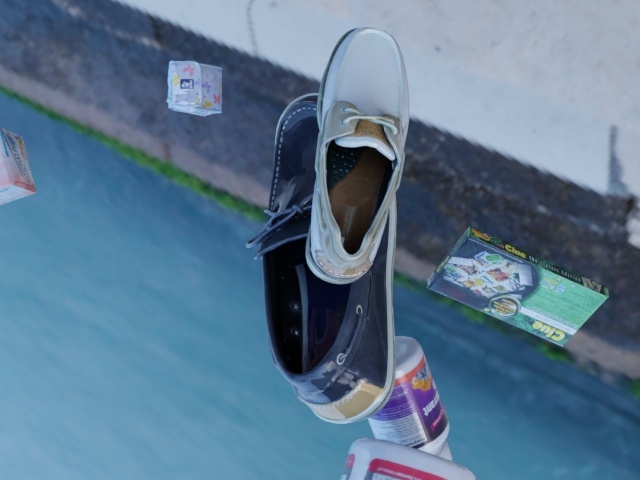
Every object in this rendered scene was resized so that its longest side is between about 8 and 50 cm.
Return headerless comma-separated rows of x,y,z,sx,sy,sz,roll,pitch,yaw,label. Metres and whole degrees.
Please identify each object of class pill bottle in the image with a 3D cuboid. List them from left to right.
0.079,0.430,1.759,0.176,0.318,0.176,17,165,5,pill bottle
0.120,0.242,1.936,0.108,0.108,0.193,4,123,47,pill bottle

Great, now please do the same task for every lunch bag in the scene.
-0.184,-0.220,1.971,0.083,0.071,0.053,7,171,-43,lunch bag

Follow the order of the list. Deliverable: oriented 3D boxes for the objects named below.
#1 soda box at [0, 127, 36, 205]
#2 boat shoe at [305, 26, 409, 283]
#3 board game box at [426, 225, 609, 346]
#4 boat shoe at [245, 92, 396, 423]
-0.373,-0.050,1.320,0.058,0.183,0.063,30,-138,-77,soda box
0.050,-0.105,1.536,0.113,0.302,0.103,7,168,-9,boat shoe
0.316,0.076,2.192,0.259,0.030,0.136,24,128,-15,board game box
0.000,0.000,1.870,0.187,0.500,0.156,-19,149,27,boat shoe
